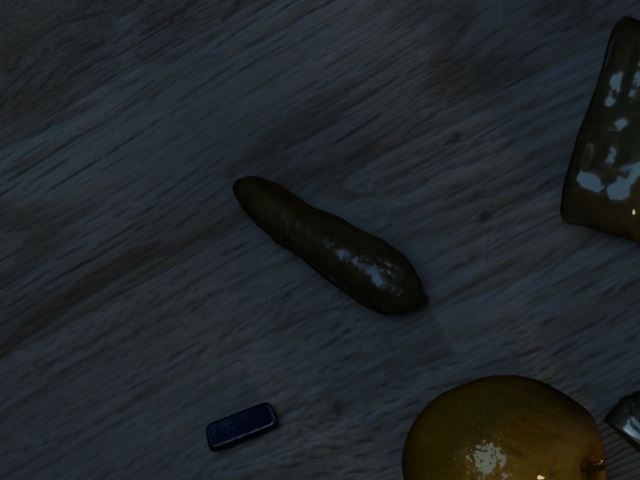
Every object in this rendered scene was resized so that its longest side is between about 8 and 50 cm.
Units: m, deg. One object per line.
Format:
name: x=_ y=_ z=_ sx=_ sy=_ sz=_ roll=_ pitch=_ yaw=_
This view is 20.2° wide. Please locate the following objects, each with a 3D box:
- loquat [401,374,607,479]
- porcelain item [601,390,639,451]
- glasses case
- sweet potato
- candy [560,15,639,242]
loquat: x=0.182 y=0.232 z=1.805 sx=0.208 sy=0.208 sz=0.208 roll=-5 pitch=74 yaw=16
porcelain item: x=0.380 y=0.121 z=1.839 sx=0.069 sy=0.081 sz=0.216 roll=38 pitch=88 yaw=9
glasses case: x=-0.086 y=0.207 z=1.991 sx=0.083 sy=0.023 sz=0.033 roll=-22 pitch=61 yaw=9
sweet potato: x=0.000 y=0.000 z=1.996 sx=0.273 sy=0.075 sz=0.075 roll=32 pitch=86 yaw=23
candy: x=0.334 y=-0.119 z=1.911 sx=0.104 sy=0.102 sz=0.234 roll=16 pitch=78 yaw=21
